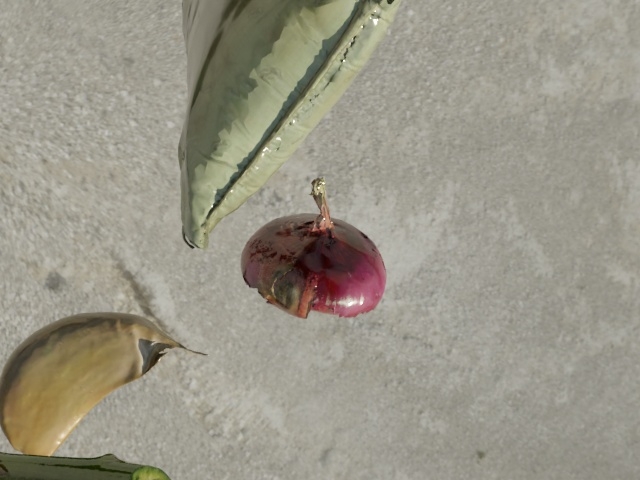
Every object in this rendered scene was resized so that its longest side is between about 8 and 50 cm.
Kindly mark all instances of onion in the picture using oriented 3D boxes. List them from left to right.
[{"bbox_3d":[0.000,0.000,0.682,0.150,0.150,0.140,-1,117,-29],"label":"onion"}]

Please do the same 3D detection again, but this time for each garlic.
[{"bbox_3d":[-0.377,0.213,1.145,0.338,0.151,0.196,-34,76,-8],"label":"garlic"}]

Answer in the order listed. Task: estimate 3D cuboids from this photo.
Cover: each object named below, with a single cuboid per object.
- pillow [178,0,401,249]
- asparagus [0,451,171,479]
[{"bbox_3d":[-0.035,-0.142,0.416,0.075,0.302,0.185,25,119,-26],"label":"pillow"},{"bbox_3d":[-0.304,0.283,0.799,0.060,0.277,0.067,44,44,-66],"label":"asparagus"}]
